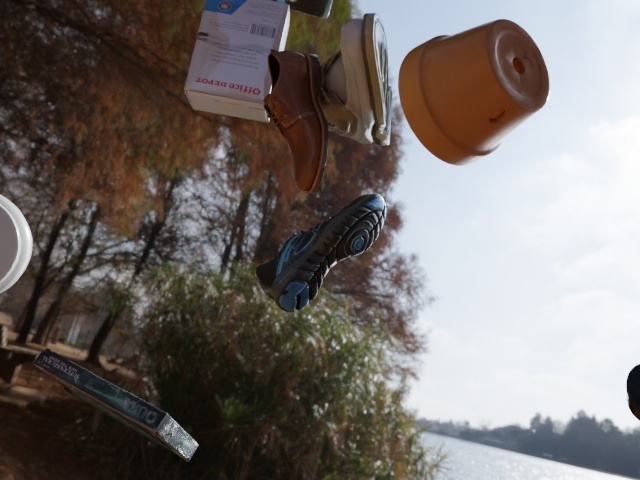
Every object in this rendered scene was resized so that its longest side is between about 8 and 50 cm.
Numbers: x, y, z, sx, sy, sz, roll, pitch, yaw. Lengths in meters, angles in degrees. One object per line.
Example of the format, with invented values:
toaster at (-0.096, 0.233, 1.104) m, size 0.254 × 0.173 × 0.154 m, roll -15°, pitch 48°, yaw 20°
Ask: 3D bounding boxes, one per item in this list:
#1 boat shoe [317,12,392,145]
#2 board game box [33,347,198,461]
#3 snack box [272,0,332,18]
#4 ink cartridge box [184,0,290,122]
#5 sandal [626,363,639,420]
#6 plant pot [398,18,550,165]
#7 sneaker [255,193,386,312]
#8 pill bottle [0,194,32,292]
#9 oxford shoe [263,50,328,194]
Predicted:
boat shoe at (0.044, -0.205, 0.806) m, size 0.103 × 0.113 × 0.302 m, roll 3°, pitch -13°, yaw 9°
board game box at (-0.246, 0.201, 0.702) m, size 0.186 × 0.026 × 0.126 m, roll 20°, pitch -29°, yaw 20°
snack box at (-0.129, -0.528, 1.130) m, size 0.322 × 0.187 × 0.060 m, roll 13°, pitch -54°, yaw -6°
ink cartridge box at (-0.138, -0.312, 0.983) m, size 0.140 × 0.190 × 0.082 m, roll 11°, pitch -11°, yaw 0°
sandal at (0.744, 0.258, 0.927) m, size 0.446 × 0.167 × 0.107 m, roll -1°, pitch -52°, yaw 22°
plant pot at (0.338, -0.327, 1.223) m, size 0.291 × 0.291 × 0.203 m, roll 22°, pitch -24°, yaw -28°
sneaker at (0.000, 0.000, 1.285) m, size 0.139 × 0.341 × 0.125 m, roll 35°, pitch -21°, yaw 45°
pill bottle at (-0.638, 0.007, 1.051) m, size 0.204 × 0.204 × 0.361 m, roll 21°, pitch -10°, yaw -24°
oxford shoe at (-0.037, -0.155, 0.752) m, size 0.076 × 0.212 × 0.076 m, roll 3°, pitch -26°, yaw -26°
